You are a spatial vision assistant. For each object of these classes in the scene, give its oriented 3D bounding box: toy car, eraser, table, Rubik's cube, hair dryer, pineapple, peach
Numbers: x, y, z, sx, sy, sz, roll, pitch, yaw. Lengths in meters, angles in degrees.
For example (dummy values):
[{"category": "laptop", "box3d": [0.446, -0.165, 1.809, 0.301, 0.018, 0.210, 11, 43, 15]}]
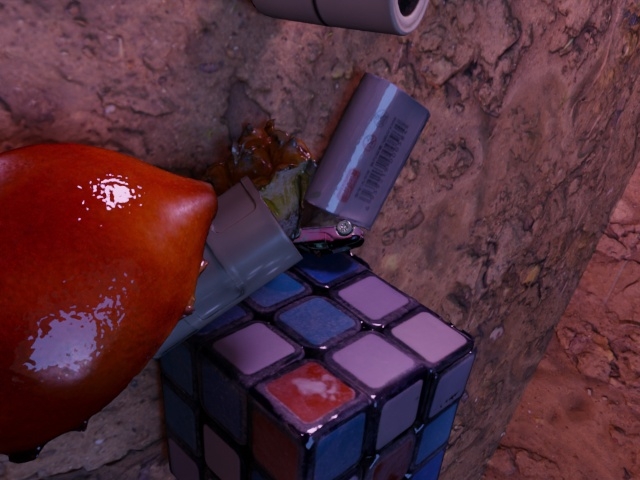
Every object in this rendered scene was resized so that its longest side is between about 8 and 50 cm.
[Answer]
[{"category": "toy car", "box3d": [0.000, 0.000, 1.050, 0.069, 0.142, 0.055, 58, 29, -75]}, {"category": "eraser", "box3d": [0.080, -0.140, 1.082, 0.174, 0.081, 0.227, 18, 100, -56]}, {"category": "table", "box3d": [-0.146, 0.033, 0.795, 0.220, 0.126, 0.126, -34, 140, -3]}, {"category": "Rubik's cube", "box3d": [-0.021, 0.259, 1.025, 0.358, 0.362, 0.364, -23, 132, -41]}, {"category": "hair dryer", "box3d": [0.081, -0.375, 0.859, 0.362, 0.203, 0.128, -43, 141, -47]}, {"category": "pineapple", "box3d": [-0.099, -0.051, 0.936, 0.236, 0.114, 0.186, -52, 145, 7]}, {"category": "peach", "box3d": [-0.270, 0.021, 0.643, 0.361, 0.257, 0.201, -41, 141, -12]}]
